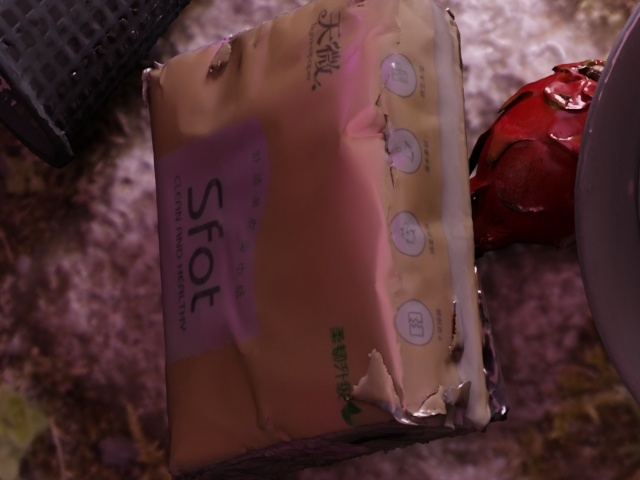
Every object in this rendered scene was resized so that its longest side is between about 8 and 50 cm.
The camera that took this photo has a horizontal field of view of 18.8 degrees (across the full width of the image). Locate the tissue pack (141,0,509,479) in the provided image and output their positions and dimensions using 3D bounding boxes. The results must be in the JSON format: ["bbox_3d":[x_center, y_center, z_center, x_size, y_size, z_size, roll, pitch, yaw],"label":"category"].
[{"bbox_3d":[0.000,0.000,1.109,0.215,0.123,0.256,-18,69,41],"label":"tissue pack"}]

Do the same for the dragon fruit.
[{"bbox_3d":[0.117,-0.025,1.142,0.190,0.094,0.094,-46,71,22],"label":"dragon fruit"}]

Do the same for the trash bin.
[{"bbox_3d":[-0.163,-0.162,1.193,0.175,0.175,0.161,41,78,18],"label":"trash bin"}]

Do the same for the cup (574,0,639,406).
[{"bbox_3d":[0.293,-0.034,1.022,0.347,0.163,0.347,0,99,-3],"label":"cup"}]
